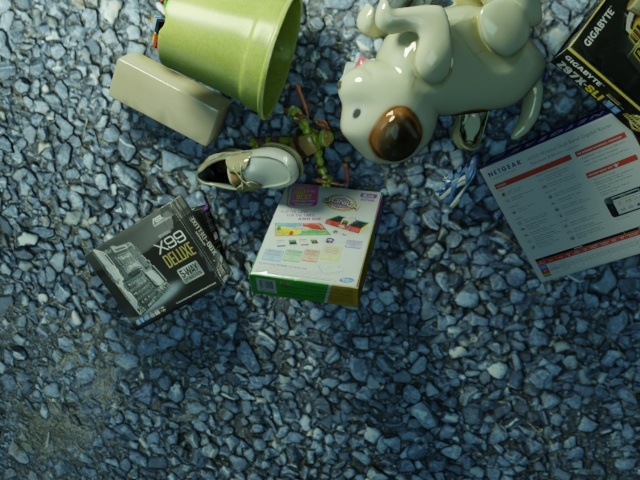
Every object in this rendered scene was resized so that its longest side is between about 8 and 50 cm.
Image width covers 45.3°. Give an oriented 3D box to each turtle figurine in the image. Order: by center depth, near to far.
[{"bbox_3d":[-0.055,-0.232,1.794,0.217,0.087,0.269,-13,121,29],"label":"turtle figurine"}]

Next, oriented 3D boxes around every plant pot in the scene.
[{"bbox_3d":[-0.200,-0.429,1.648,0.254,0.276,0.276,18,113,3],"label":"plant pot"}]

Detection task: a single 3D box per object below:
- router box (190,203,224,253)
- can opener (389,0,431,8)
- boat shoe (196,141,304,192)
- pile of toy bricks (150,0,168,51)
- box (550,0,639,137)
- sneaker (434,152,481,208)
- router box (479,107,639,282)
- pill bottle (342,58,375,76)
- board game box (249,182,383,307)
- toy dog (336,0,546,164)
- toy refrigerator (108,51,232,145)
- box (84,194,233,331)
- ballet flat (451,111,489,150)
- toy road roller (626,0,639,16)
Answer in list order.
[{"bbox_3d":[-0.354,-0.009,1.975,0.179,0.046,0.133,-11,106,18],"label":"router box"},{"bbox_3d":[0.234,-0.579,1.600,0.074,0.093,0.280,30,109,1],"label":"can opener"},{"bbox_3d":[-0.167,-0.157,1.771,0.302,0.103,0.113,2,120,46],"label":"boat shoe"},{"bbox_3d":[-0.335,-0.536,1.762,0.105,0.118,0.212,52,133,35],"label":"pile of toy bricks"},{"bbox_3d":[0.634,-0.382,1.472,0.257,0.079,0.322,41,73,-4],"label":"box"},{"bbox_3d":[0.315,-0.143,1.753,0.059,0.053,0.144,32,113,4],"label":"sneaker"},{"bbox_3d":[0.558,-0.095,1.629,0.335,0.082,0.301,-22,102,41],"label":"router box"},{"bbox_3d":[0.149,-0.343,1.691,0.194,0.108,0.108,9,111,11],"label":"pill bottle"},{"bbox_3d":[0.000,0.000,1.743,0.242,0.316,0.064,8,135,12],"label":"board game box"},{"bbox_3d":[0.212,-0.319,1.511,0.408,0.284,0.395,-36,119,-7],"label":"toy dog"},{"bbox_3d":[-0.357,-0.341,1.833,0.269,0.094,0.102,27,121,4],"label":"toy refrigerator"},{"bbox_3d":[-0.411,0.061,1.947,0.307,0.076,0.242,-27,101,24],"label":"box"},{"bbox_3d":[0.345,-0.311,1.668,0.086,0.086,0.248,13,112,10],"label":"ballet flat"},{"bbox_3d":[0.703,-0.542,1.400,0.202,0.240,0.329,31,110,3],"label":"toy road roller"}]
